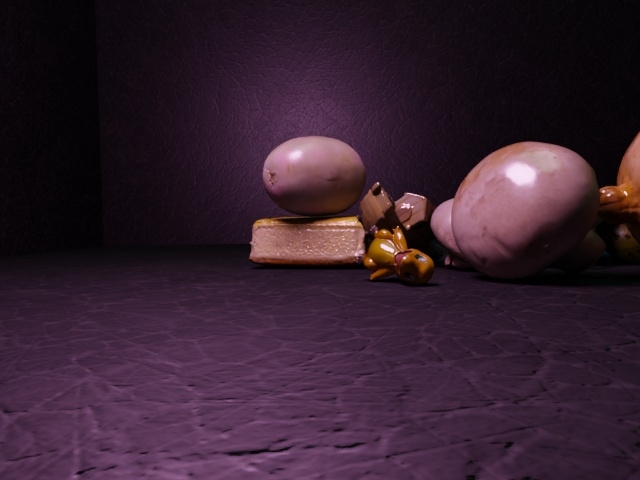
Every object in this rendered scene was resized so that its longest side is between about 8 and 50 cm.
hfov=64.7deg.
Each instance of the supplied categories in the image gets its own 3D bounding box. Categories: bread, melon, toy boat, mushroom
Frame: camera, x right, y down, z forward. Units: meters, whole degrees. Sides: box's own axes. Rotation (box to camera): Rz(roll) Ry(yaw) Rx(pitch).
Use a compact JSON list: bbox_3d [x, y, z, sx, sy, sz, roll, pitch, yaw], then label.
[{"bbox_3d":[0.000,0.000,1.471,0.332,0.144,0.323,0,3,16],"label":"bread"},{"bbox_3d":[-0.010,-0.174,1.389,0.222,0.223,0.316,1,6,45],"label":"melon"},{"bbox_3d":[0.232,-0.041,1.320,0.162,0.136,0.445,-34,-27,19],"label":"toy boat"},{"bbox_3d":[0.374,-0.006,1.245,0.226,0.178,0.227,16,28,-9],"label":"mushroom"},{"bbox_3d":[0.431,-0.045,1.026,0.289,0.293,0.292,27,-14,-31],"label":"mushroom"}]

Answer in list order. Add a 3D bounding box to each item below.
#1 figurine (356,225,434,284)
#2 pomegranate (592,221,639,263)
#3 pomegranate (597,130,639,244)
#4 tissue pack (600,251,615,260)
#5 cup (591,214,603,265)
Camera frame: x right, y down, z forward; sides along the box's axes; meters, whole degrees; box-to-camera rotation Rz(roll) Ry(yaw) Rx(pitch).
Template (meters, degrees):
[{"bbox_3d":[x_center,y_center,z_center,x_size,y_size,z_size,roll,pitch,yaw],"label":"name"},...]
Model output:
[{"bbox_3d":[0.166,0.046,1.008,0.122,0.122,0.176,29,0,-31],"label":"figurine"},{"bbox_3d":[0.790,-0.037,1.316,0.198,0.199,0.246,-2,-2,-29],"label":"pomegranate"},{"bbox_3d":[0.743,-0.104,0.970,0.409,0.411,0.410,-1,2,0],"label":"pomegranate"},{"bbox_3d":[0.788,0.043,1.430,0.085,0.028,0.138,-1,5,-1],"label":"tissue pack"},{"bbox_3d":[0.602,-0.036,1.267,0.201,0.221,0.167,-34,-7,-1],"label":"cup"}]
